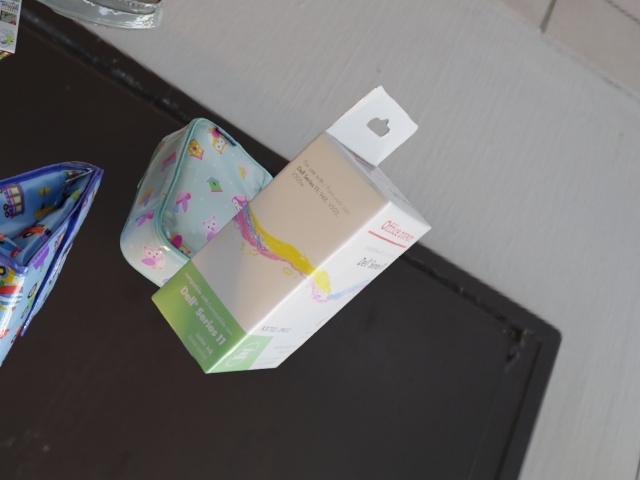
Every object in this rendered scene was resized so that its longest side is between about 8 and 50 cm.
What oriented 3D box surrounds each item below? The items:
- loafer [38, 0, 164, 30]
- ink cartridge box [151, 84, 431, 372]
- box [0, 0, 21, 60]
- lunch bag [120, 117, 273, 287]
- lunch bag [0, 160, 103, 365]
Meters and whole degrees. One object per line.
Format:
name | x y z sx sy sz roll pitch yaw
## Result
loafer | -0.357 -0.373 1.047 0.319 0.112 0.111 14 119 -28
ink cartridge box | 0.000 0.000 0.933 0.119 0.353 0.207 50 -168 18
box | -0.552 -0.347 1.297 0.036 0.114 0.207 10 173 -39
lunch bag | -0.167 -0.038 1.200 0.108 0.279 0.224 -25 128 36
lunch bag | -0.387 0.024 0.994 0.138 0.293 0.221 29 116 -2
